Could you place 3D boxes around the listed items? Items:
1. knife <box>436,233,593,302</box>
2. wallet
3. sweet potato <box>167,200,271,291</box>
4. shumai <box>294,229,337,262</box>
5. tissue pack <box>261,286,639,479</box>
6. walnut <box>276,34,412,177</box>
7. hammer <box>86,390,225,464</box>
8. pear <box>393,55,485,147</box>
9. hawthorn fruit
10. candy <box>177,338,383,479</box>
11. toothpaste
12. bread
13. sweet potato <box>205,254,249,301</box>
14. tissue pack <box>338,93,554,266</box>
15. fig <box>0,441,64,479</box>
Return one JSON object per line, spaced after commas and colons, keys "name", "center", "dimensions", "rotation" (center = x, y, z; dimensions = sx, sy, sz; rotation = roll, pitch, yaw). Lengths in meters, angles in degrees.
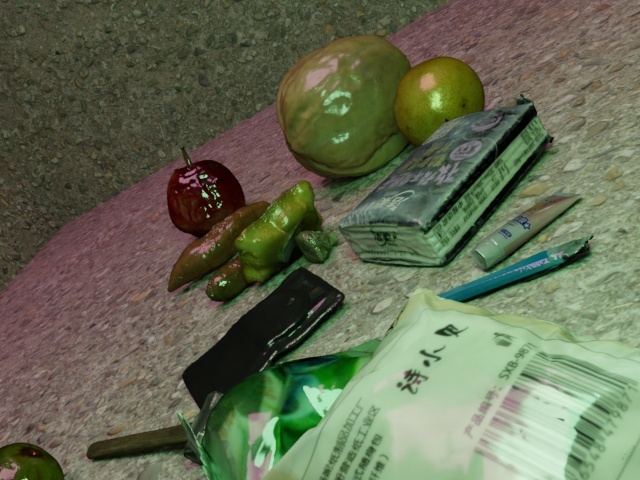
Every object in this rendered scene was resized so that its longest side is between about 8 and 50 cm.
{"name": "knife", "center": [0.257, 0.059, 1.048], "dimensions": [0.297, 0.026, 0.044], "rotation": [-26, 19, 28]}
{"name": "wallet", "center": [-0.113, 0.178, 1.316], "dimensions": [0.323, 0.041, 0.247], "rotation": [-44, 21, -10]}
{"name": "sweet potato", "center": [-0.256, 0.007, 1.834], "dimensions": [0.355, 0.095, 0.106], "rotation": [-42, -6, -17]}
{"name": "shumai", "center": [0.000, 0.000, 1.497], "dimensions": [0.080, 0.082, 0.083], "rotation": [-42, 44, -22]}
{"name": "tissue pack", "center": [0.122, 0.226, 0.603], "dimensions": [0.390, 0.195, 0.375], "rotation": [18, 59, 45]}
{"name": "walnut", "center": [0.065, -0.334, 1.786], "dimensions": [0.381, 0.381, 0.381], "rotation": [-29, 21, 13]}
{"name": "hammer", "center": [-0.292, 0.338, 1.219], "dimensions": [0.366, 0.043, 0.111], "rotation": [-21, 35, 38]}
{"name": "pear", "center": [0.262, -0.295, 1.577], "dimensions": [0.209, 0.208, 0.209], "rotation": [-29, 21, 13]}
{"name": "hawthorn fruit", "center": [-0.349, -0.147, 2.084], "dimensions": [0.230, 0.265, 0.210], "rotation": [-23, 5, 20]}
{"name": "candy", "center": [0.030, 0.199, 0.891], "dimensions": [0.398, 0.171, 0.263], "rotation": [-30, 16, -20]}
{"name": "toothpaste", "center": [0.320, -0.023, 1.116], "dimensions": [0.195, 0.042, 0.067], "rotation": [-34, 17, -16]}
{"name": "bread", "center": [-0.079, -0.015, 1.543], "dimensions": [0.088, 0.160, 0.233], "rotation": [31, 63, 20]}
{"name": "sweet potato", "center": [-0.151, 0.047, 1.622], "dimensions": [0.273, 0.075, 0.075], "rotation": [-40, 21, -22]}
{"name": "tissue pack", "center": [0.227, -0.106, 1.330], "dimensions": [0.361, 0.122, 0.259], "rotation": [-46, 22, -24]}
{"name": "fig", "center": [-0.552, 0.481, 1.245], "dimensions": [0.259, 0.151, 0.151], "rotation": [-62, 22, 3]}
